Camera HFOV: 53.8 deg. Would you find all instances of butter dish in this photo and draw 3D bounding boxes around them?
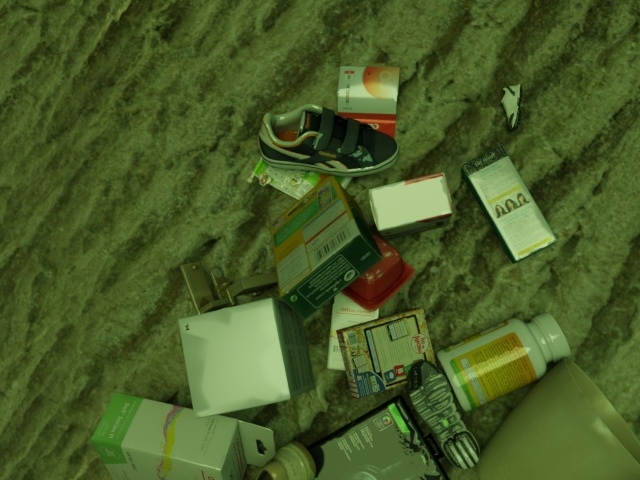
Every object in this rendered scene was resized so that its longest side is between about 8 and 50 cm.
[{"bbox_3d":[0.103,0.043,1.357,0.159,0.118,0.160,35,59,30],"label":"butter dish"}]

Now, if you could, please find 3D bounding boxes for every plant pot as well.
[{"bbox_3d":[0.451,0.413,1.236,0.274,0.256,0.257,-41,77,18],"label":"plant pot"}]

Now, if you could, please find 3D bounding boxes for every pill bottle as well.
[{"bbox_3d":[0.379,0.244,1.307,0.245,0.136,0.137,-25,78,5],"label":"pill bottle"}]

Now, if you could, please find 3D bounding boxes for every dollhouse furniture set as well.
[{"bbox_3d":[-0.203,0.074,1.424,0.151,0.144,0.123,-33,74,40],"label":"dollhouse furniture set"}]

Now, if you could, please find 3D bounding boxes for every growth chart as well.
[{"bbox_3d":[-0.037,-0.171,1.499,0.237,0.021,0.172,23,85,11],"label":"growth chart"}]

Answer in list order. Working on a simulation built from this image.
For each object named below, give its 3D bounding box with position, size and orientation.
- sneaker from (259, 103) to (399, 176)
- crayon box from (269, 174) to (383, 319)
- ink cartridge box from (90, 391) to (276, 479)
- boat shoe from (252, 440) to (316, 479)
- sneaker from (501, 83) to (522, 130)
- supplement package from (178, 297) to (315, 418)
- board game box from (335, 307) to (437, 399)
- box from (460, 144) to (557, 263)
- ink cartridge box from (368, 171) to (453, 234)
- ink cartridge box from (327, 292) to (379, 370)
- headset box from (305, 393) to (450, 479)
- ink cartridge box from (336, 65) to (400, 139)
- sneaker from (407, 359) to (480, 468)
[{"bbox_3d":[0.018,-0.225,1.414,0.320,0.128,0.126,1,53,4],"label":"sneaker"},{"bbox_3d":[0.000,0.000,1.350,0.203,0.323,0.083,-39,117,12],"label":"crayon box"},{"bbox_3d":[-0.277,0.457,1.334,0.353,0.207,0.119,9,46,11],"label":"ink cartridge box"},{"bbox_3d":[-0.118,0.545,1.281,0.121,0.110,0.341,38,125,30],"label":"boat shoe"},{"bbox_3d":[0.434,-0.302,1.438,0.043,0.040,0.109,3,78,26],"label":"sneaker"},{"bbox_3d":[-0.145,0.244,1.327,0.199,0.262,0.198,-13,79,7],"label":"supplement package"},{"bbox_3d":[0.143,0.237,1.342,0.193,0.045,0.147,-12,88,-19],"label":"board game box"},{"bbox_3d":[0.411,-0.079,1.391,0.100,0.060,0.244,-27,78,4],"label":"box"},{"bbox_3d":[0.192,-0.067,1.344,0.158,0.218,0.092,-13,84,7],"label":"ink cartridge box"},{"bbox_3d":[0.076,0.198,1.401,0.104,0.061,0.182,5,82,8],"label":"ink cartridge box"},{"bbox_3d":[0.124,0.492,1.313,0.283,0.131,0.247,-30,79,3],"label":"headset box"},{"bbox_3d":[0.109,-0.320,1.487,0.145,0.045,0.180,4,79,10],"label":"ink cartridge box"},{"bbox_3d":[0.254,0.366,1.317,0.086,0.132,0.229,-26,67,5],"label":"sneaker"}]
